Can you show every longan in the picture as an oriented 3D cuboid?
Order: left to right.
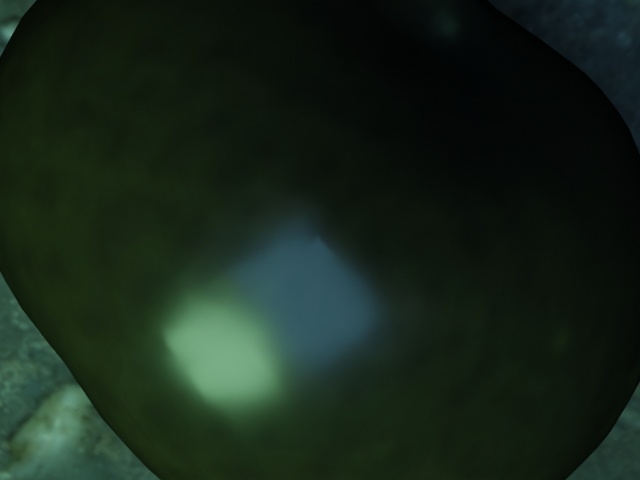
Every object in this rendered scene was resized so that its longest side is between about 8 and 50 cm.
[{"bbox_3d":[0.000,0.000,0.694,0.350,0.288,0.288,43,110,-14],"label":"longan"}]
